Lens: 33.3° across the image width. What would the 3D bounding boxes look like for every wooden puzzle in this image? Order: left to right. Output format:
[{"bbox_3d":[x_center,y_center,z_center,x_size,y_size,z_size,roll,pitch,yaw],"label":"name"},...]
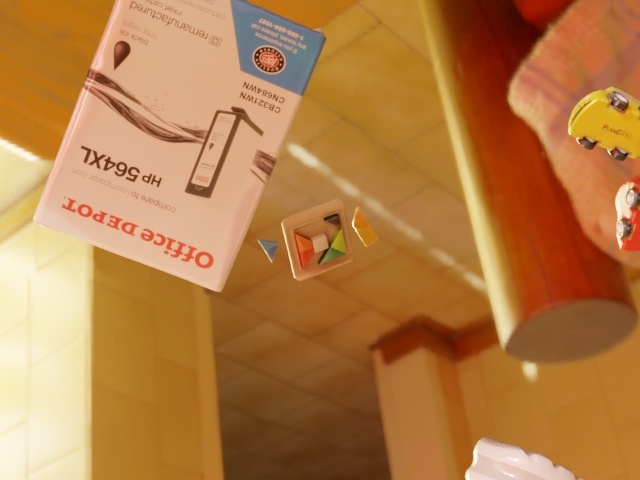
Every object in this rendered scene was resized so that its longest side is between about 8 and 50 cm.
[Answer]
[{"bbox_3d":[0.000,0.000,1.083,0.116,0.014,0.078,-27,122,-9],"label":"wooden puzzle"}]

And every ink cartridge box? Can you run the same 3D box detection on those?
[{"bbox_3d":[-0.101,-0.083,0.786,0.148,0.086,0.203,21,98,-8],"label":"ink cartridge box"}]

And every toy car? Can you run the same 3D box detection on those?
[{"bbox_3d":[0.379,-0.112,1.108,0.225,0.053,0.239,-28,132,11],"label":"toy car"}]

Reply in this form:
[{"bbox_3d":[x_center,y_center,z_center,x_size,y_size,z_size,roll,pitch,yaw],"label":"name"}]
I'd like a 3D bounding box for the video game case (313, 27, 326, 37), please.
[{"bbox_3d":[-0.101,-0.249,1.547,0.193,0.023,0.212,-26,-174,18],"label":"video game case"}]

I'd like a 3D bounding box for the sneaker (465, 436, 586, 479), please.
[{"bbox_3d":[0.199,0.254,0.793,0.281,0.115,0.105,34,168,-18],"label":"sneaker"}]
